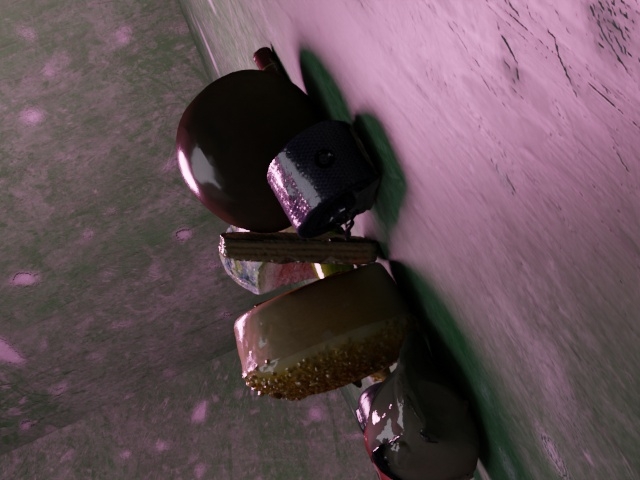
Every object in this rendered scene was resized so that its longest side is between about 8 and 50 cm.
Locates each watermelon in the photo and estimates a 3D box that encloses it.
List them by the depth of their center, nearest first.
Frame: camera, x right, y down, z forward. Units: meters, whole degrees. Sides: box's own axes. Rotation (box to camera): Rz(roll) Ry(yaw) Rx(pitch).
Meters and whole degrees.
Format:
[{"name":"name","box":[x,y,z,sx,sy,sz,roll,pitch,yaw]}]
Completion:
[{"name":"watermelon","box":[-0.105,0.002,2.544,0.232,0.310,0.193,29,-154,-29]}]

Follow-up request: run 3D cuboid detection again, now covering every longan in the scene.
[{"name":"longan","box":[-0.105,-0.142,1.685,0.258,0.258,0.258,156,90,-84]}]

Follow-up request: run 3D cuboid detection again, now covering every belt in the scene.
[{"name":"belt","box":[0.012,-0.074,1.459,0.126,0.140,0.230,59,172,11]}]

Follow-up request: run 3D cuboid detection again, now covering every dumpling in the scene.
[{"name":"dumpling","box":[0.139,0.266,1.564,0.204,0.163,0.293,57,-178,36]}]

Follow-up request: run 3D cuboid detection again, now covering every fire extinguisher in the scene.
[{"name":"fire extinguisher","box":[-0.080,-0.285,1.875,0.056,0.039,0.132,15,-139,-53]}]

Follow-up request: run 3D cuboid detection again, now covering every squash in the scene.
[{"name":"squash","box":[0.002,0.000,2.088,0.082,0.082,0.292,74,172,-56]}]

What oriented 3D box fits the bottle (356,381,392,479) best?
[{"name":"bottle","box":[0.171,0.412,1.980,0.144,0.144,0.336,72,174,-47]}]

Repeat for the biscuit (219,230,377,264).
[{"name":"biscuit","box":[-0.041,0.014,1.724,0.150,0.252,0.052,-162,75,-78]}]

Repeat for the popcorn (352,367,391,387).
[{"name":"popcorn","box":[0.069,0.171,1.886,0.180,0.170,0.180,21,177,1]}]

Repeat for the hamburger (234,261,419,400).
[{"name":"hamburger","box":[0.010,0.149,1.636,0.302,0.302,0.170,116,131,-83]}]
